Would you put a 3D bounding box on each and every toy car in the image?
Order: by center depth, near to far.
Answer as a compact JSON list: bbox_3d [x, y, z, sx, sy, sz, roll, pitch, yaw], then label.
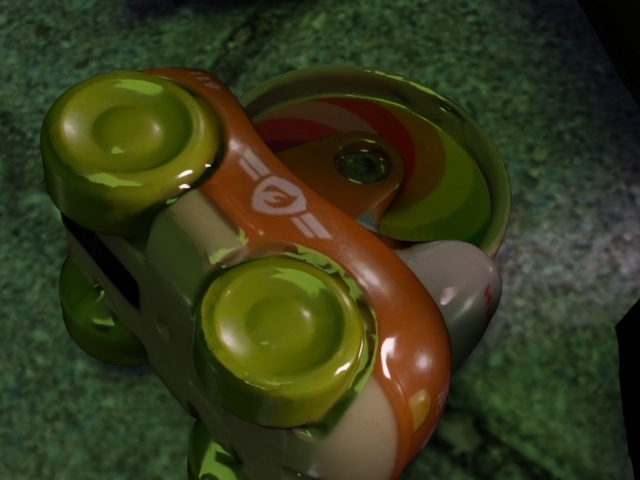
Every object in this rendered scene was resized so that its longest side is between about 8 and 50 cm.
[{"bbox_3d":[0.000,0.000,0.506,0.235,0.145,0.235,4,53,-6],"label":"toy car"}]

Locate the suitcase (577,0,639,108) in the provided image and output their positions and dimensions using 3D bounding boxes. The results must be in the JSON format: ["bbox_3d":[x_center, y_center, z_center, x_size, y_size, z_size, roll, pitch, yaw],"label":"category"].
[{"bbox_3d":[0.281,-0.187,0.494,0.345,0.188,0.339,-15,57,-15],"label":"suitcase"}]

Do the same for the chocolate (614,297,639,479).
[{"bbox_3d":[0.255,0.064,0.446,0.224,0.206,0.177,42,31,14],"label":"chocolate"}]
